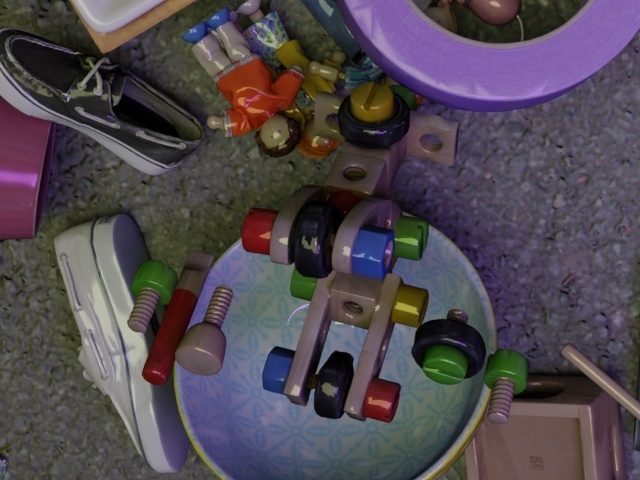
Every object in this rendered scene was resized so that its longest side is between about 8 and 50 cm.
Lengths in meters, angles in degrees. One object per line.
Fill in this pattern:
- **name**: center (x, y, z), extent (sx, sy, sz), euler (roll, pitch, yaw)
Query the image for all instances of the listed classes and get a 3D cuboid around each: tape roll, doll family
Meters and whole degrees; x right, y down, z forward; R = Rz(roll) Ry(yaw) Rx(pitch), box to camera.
- **tape roll**: center (0.144, -0.247, 1.363), extent (0.275, 0.090, 0.274), euler (0, 87, -1)
- **doll family**: center (0.014, -0.169, 1.466), extent (0.263, 0.118, 0.163), euler (-34, 90, 1)

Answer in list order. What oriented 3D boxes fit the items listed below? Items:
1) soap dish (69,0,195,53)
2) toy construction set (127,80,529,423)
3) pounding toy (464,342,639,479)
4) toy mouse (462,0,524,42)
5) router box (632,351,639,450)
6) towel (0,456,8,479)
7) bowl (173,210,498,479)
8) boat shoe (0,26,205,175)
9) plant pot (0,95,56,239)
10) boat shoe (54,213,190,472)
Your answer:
- **soap dish**: center (-0.168, -0.345, 1.438), extent (0.229, 0.118, 0.290), euler (-28, 98, 19)
- **toy construction set**: center (0.000, 0.000, 1.374), extent (0.309, 0.237, 0.257), euler (-9, 136, 31)
- **pounding toy**: center (0.241, 0.169, 1.490), extent (0.206, 0.094, 0.181), euler (-1, 103, 28)
- **toy mouse**: center (0.150, -0.246, 1.440), extent (0.143, 0.031, 0.161), euler (8, 107, 10)
- **router box**: center (0.357, 0.109, 1.488), extent (0.133, 0.046, 0.178), euler (5, 107, 12)
- **towel**: center (-0.412, 0.243, 1.710), extent (0.152, 0.023, 0.113), euler (27, 109, 4)
- **bowl**: center (0.024, 0.125, 1.489), extent (0.290, 0.156, 0.289), euler (-4, 67, 10)
- **boat shoe**: center (-0.204, -0.138, 1.489), extent (0.219, 0.077, 0.070), euler (28, 144, -27)
- **plant pot**: center (-0.345, -0.079, 1.526), extent (0.180, 0.201, 0.201), euler (9, 108, -6)
- **boat shoe**: center (-0.193, 0.104, 1.594), extent (0.084, 0.095, 0.258), euler (-12, 92, 20)
